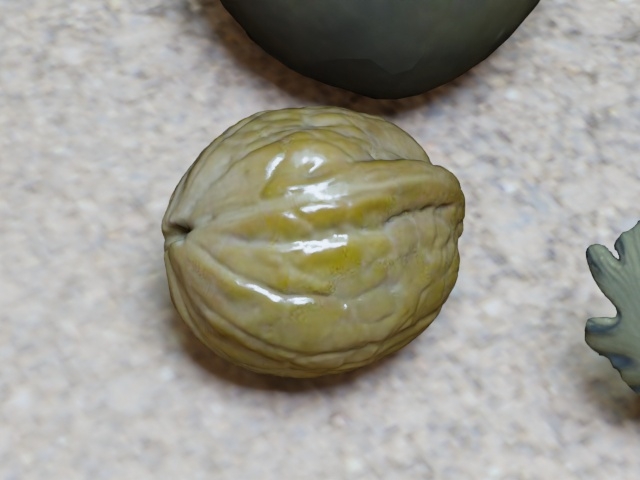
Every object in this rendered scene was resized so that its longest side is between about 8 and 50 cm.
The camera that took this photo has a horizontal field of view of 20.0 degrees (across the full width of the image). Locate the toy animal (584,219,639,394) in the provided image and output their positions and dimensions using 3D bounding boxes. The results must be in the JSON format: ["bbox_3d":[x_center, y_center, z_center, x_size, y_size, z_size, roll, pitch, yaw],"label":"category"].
[{"bbox_3d":[0.207,0.071,0.677,0.214,0.093,0.186,-1,53,-23],"label":"toy animal"}]

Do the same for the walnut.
[{"bbox_3d":[0.000,0.000,0.681,0.124,0.105,0.105,-4,48,-35],"label":"walnut"}]

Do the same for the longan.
[{"bbox_3d":[0.027,-0.153,0.784,0.189,0.189,0.189,6,48,-7],"label":"longan"}]
